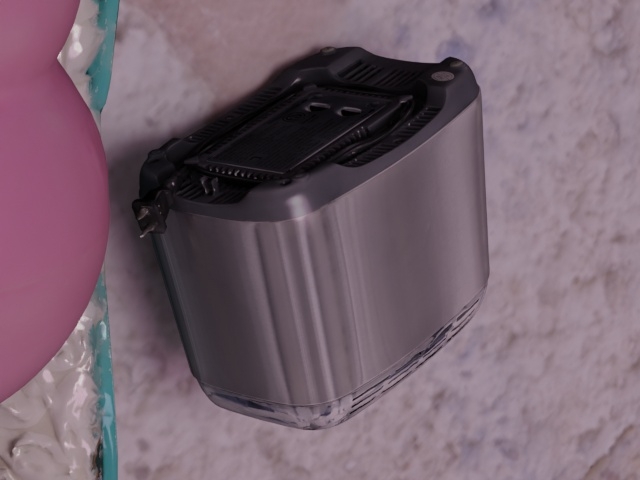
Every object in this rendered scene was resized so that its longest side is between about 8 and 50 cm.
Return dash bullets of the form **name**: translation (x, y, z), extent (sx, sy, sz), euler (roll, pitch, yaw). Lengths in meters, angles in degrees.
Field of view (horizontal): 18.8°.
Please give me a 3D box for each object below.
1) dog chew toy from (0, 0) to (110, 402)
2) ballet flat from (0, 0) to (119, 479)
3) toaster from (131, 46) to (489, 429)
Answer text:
- **dog chew toy**: translation (-0.181, -0.091, 0.755), extent (0.207, 0.206, 0.331), euler (-9, 116, -33)
- **ballet flat**: translation (-0.161, -0.015, 0.953), extent (0.147, 0.147, 0.409), euler (-4, 101, -34)
- **toaster**: translation (0.000, 0.000, 1.031), extent (0.227, 0.129, 0.146), euler (-37, 125, -43)
